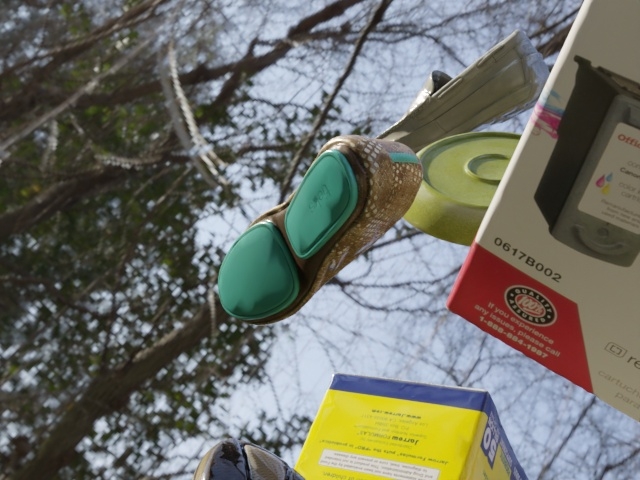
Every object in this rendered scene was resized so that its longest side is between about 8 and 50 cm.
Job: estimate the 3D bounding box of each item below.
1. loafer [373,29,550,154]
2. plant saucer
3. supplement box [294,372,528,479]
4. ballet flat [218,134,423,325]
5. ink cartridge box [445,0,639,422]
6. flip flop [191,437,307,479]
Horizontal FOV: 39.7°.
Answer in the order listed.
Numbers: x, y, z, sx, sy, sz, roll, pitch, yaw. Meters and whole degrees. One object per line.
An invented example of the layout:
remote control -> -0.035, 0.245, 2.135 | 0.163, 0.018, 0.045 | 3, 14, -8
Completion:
loafer -> 0.186, -0.196, 1.312 | 0.319, 0.112, 0.112 | -26, -98, 31
plant saucer -> 0.202, -0.071, 1.028 | 0.240, 0.241, 0.037 | 17, -52, 27
supplement box -> 0.068, 0.347, 0.929 | 0.195, 0.357, 0.194 | 2, -39, 31
ballet flat -> 0.000, 0.000, 0.564 | 0.206, 0.067, 0.073 | -39, -112, 54
ink cartridge box -> 0.230, -0.034, 0.506 | 0.226, 0.131, 0.306 | 31, -40, 15
flip flop -> -0.041, 0.232, 0.485 | 0.080, 0.277, 0.112 | -38, -50, 27
